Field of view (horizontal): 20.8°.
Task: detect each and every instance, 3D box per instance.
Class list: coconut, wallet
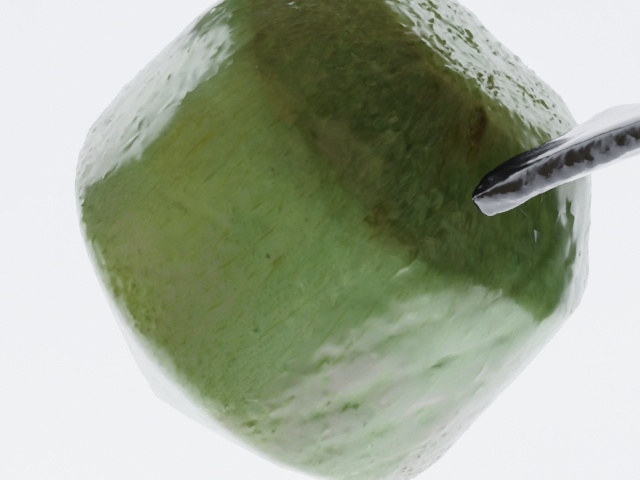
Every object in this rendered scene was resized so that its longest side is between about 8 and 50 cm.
[{"bbox_3d":[0.000,0.000,1.088,0.328,0.328,0.281,4,-146,-5],"label":"coconut"},{"bbox_3d":[0.201,-0.075,0.791,0.146,0.285,0.030,-28,-88,-43],"label":"wallet"}]
